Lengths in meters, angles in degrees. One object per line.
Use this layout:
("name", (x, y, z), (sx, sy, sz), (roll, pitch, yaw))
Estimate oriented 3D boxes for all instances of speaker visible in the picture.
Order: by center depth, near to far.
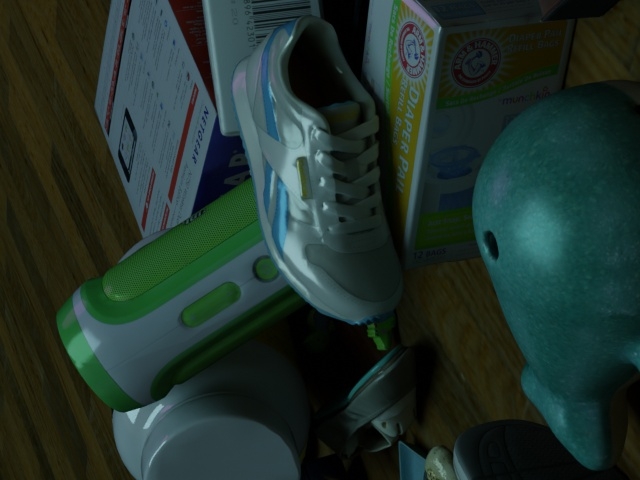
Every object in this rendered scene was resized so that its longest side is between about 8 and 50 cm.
("speaker", (-0.076, 0.026, 1.444), (0.131, 0.296, 0.131), (56, -172, -11))

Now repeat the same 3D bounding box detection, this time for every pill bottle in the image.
("pill bottle", (-0.112, 0.136, 1.629), (0.334, 0.188, 0.188), (-109, 18, -61))

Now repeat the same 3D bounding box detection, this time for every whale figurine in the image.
("whale figurine", (0.162, 0.030, 1.077), (0.216, 0.141, 0.272), (-123, 31, -43))

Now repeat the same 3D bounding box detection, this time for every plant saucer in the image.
("plant saucer", (0.096, 0.277, 1.508), (0.067, 0.018, 0.192), (-152, 54, -63))

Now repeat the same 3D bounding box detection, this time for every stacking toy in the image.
("stacking toy", (0.000, 0.000, 1.576), (0.167, 0.052, 0.221), (164, 95, -68))

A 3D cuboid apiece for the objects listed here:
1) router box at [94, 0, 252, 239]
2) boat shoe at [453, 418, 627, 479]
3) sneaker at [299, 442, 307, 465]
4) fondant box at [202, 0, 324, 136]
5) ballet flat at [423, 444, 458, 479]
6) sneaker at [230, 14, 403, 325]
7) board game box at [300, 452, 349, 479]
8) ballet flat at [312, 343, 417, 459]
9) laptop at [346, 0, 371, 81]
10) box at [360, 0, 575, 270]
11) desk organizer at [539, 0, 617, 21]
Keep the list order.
("router box", (-0.153, -0.147, 1.842), (0.335, 0.082, 0.301), (110, 143, -51))
("boat shoe", (0.187, 0.249, 1.150), (0.320, 0.118, 0.103), (49, 139, 41))
("sneaker", (-0.084, 0.237, 1.830), (0.240, 0.091, 0.126), (-175, 75, -66))
("fondant box", (-0.057, -0.222, 1.433), (0.330, 0.096, 0.238), (-122, 26, -80))
("ballet flat", (0.104, 0.259, 1.436), (0.057, 0.049, 0.173), (-152, 55, -62))
("sneaker", (0.003, -0.049, 1.201), (0.092, 0.087, 0.228), (-40, 68, 56))
("board game box", (0.029, 0.353, 1.645), (0.165, 0.042, 0.243), (104, 148, -58))
("ballet flat", (0.054, 0.150, 1.513), (0.068, 0.072, 0.213), (49, 154, 3))
("laptop", (0.017, -0.287, 1.287), (0.264, 0.137, 0.234), (-60, -18, -50))
("box", (0.098, -0.096, 1.216), (0.103, 0.114, 0.203), (-127, 36, -47))
("desk organizer", (0.181, -0.189, 1.063), (0.130, 0.047, 0.050), (138, 122, -64))
